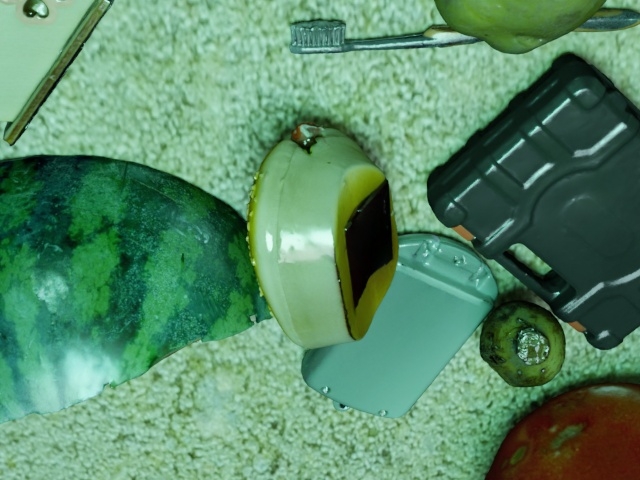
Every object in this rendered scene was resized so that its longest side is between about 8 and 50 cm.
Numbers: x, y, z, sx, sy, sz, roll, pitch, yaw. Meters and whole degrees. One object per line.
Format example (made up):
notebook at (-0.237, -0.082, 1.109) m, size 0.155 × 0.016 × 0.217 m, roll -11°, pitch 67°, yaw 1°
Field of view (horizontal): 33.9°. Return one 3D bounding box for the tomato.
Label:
tomato at (0.337, 0.329, 1.151) m, size 0.325 × 0.290 × 0.293 m, roll -14°, pitch 121°, yaw -4°

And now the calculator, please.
calculator at (0.081, 0.098, 1.115) m, size 0.141 × 0.045 × 0.246 m, roll 23°, pitch 118°, yaw -20°

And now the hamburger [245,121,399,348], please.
hamburger at (0.000, 0.000, 0.972) m, size 0.116 × 0.173 × 0.210 m, roll 12°, pitch 141°, yaw 24°

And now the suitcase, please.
suitcase at (0.266, -0.029, 1.036) m, size 0.285 × 0.066 × 0.206 m, roll 37°, pitch 114°, yaw -26°

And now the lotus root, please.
lotus root at (0.208, 0.107, 1.081) m, size 0.089 × 0.179 × 0.080 m, roll 44°, pitch 88°, yaw 10°

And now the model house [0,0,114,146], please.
model house at (-0.278, -0.198, 0.810) m, size 0.244 × 0.169 × 0.326 m, roll 0°, pitch 123°, yaw -8°

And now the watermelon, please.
watermelon at (-0.218, 0.075, 0.973) m, size 0.292 × 0.222 × 0.319 m, roll -28°, pitch 122°, yaw 18°

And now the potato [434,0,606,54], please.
potato at (0.175, -0.249, 0.841) m, size 0.154 × 0.137 × 0.200 m, roll 28°, pitch 122°, yaw 13°

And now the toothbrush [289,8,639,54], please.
toothbrush at (0.132, -0.188, 0.941) m, size 0.321 × 0.023 × 0.031 m, roll -3°, pitch 127°, yaw -3°
